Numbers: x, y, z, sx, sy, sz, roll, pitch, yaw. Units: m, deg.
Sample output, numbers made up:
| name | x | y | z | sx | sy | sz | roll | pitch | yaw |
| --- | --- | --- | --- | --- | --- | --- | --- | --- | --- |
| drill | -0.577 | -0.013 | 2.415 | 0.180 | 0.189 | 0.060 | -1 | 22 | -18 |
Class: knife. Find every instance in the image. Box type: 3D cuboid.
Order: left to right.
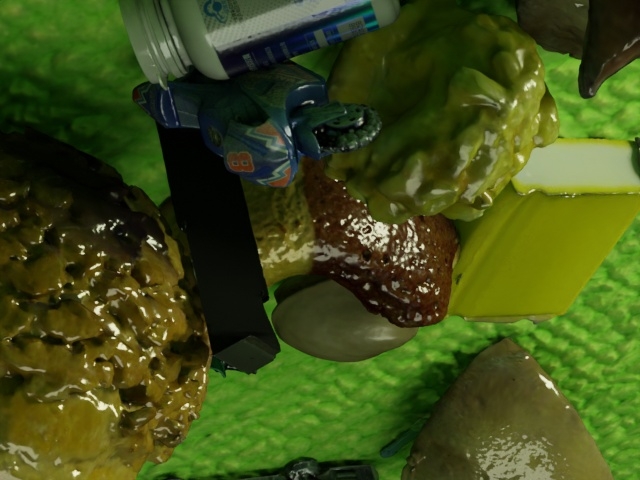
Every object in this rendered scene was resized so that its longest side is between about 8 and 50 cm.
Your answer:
| name | x | y | z | sx | sy | sz | roll | pitch | yaw |
| --- | --- | --- | --- | --- | --- | --- | --- | --- | --- |
| knife | 0.099 | 0.228 | 2.069 | 0.027 | 0.010 | 0.096 | 9 | 142 | -34 |

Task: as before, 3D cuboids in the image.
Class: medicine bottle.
| name | x | y | z | sx | sy | sz | roll | pitch | yaw |
| --- | --- | --- | --- | --- | --- | --- | --- | --- | --- |
| medicine bottle | -0.045 | -0.181 | 1.301 | 0.191 | 0.107 | 0.107 | -18 | 147 | 4 |

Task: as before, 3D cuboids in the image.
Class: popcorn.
| name | x | y | z | sx | sy | sz | roll | pitch | yaw |
| --- | --- | --- | --- | --- | --- | --- | --- | --- | --- |
| popcorn | 0.091 | -0.098 | 1.423 | 0.197 | 0.197 | 0.155 | -23 | 148 | 13 |

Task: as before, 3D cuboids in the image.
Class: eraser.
| name | x | y | z | sx | sy | sz | roll | pitch | yaw |
| --- | --- | --- | --- | --- | --- | --- | --- | --- | --- |
| eraser | 0.200 | -0.007 | 1.701 | 0.158 | 0.069 | 0.226 | -2 | 145 | -23 |

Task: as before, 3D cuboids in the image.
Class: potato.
| name | x | y | z | sx | sy | sz | roll | pitch | yaw |
| --- | --- | --- | --- | --- | --- | --- | --- | --- | --- |
| potato | 0.206 | 0.275 | 1.967 | 0.211 | 0.189 | 0.264 | -37 | 151 | -16 |

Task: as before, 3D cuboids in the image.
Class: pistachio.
| name | x | y | z | sx | sy | sz | roll | pitch | yaw |
| --- | --- | --- | --- | --- | --- | --- | --- | --- | --- |
| pistachio | 0.027 | 0.064 | 1.703 | 0.149 | 0.113 | 0.113 | -6 | 147 | -1 |

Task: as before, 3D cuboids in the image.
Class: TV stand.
| name | x | y | z | sx | sy | sz | roll | pitch | yaw |
| --- | --- | --- | --- | --- | --- | --- | --- | --- | --- |
| TV stand | -0.083 | -0.016 | 1.397 | 0.040 | 0.256 | 0.049 | -30 | 143 | 21 |

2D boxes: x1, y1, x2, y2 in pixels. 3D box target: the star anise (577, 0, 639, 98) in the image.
| name | x | y | z | sx | sy | sz | roll | pitch | yaw |
| --- | --- | --- | --- | --- | --- | --- | --- | --- | --- |
| star anise | 0.294 | -0.251 | 1.244 | 0.349 | 0.109 | 0.292 | -25 | 149 | -30 |

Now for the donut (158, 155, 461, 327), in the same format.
| name | x | y | z | sx | sy | sz | roll | pitch | yaw |
| --- | --- | --- | --- | --- | --- | --- | --- | --- | --- |
| donut | 0.000 | 0.000 | 1.567 | 0.295 | 0.112 | 0.151 | 1 | 137 | -12 |

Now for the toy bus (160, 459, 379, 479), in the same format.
| name | x | y | z | sx | sy | sz | roll | pitch | yaw |
| --- | --- | --- | --- | --- | --- | --- | --- | --- | --- |
| toy bus | -0.094 | 0.332 | 2.074 | 0.342 | 0.097 | 0.138 | -7 | 153 | -15 |

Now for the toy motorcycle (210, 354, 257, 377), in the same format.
| name | x | y | z | sx | sy | sz | roll | pitch | yaw |
| --- | --- | --- | --- | --- | --- | --- | --- | --- | --- |
| toy motorcycle | -0.144 | 0.118 | 1.763 | 0.173 | 0.058 | 0.100 | -17 | 154 | 6 |

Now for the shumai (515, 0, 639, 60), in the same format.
| name | x | y | z | sx | sy | sz | roll | pitch | yaw |
| --- | --- | --- | --- | --- | --- | --- | --- | --- | --- |
| shumai | 0.262 | -0.182 | 1.416 | 0.201 | 0.120 | 0.201 | -13 | 149 | -8 |

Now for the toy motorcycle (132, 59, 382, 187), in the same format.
| name | x | y | z | sx | sy | sz | roll | pitch | yaw |
| --- | --- | --- | --- | --- | --- | --- | --- | --- | --- |
| toy motorcycle | -0.049 | -0.097 | 1.345 | 0.114 | 0.205 | 0.076 | -31 | 130 | -26 |

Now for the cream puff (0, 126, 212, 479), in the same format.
| name | x | y | z | sx | sy | sz | roll | pitch | yaw |
| --- | --- | --- | --- | --- | --- | --- | --- | --- | --- |
| cream puff | -0.232 | 0.046 | 1.369 | 0.327 | 0.343 | 0.231 | 25 | 111 | -18 |
